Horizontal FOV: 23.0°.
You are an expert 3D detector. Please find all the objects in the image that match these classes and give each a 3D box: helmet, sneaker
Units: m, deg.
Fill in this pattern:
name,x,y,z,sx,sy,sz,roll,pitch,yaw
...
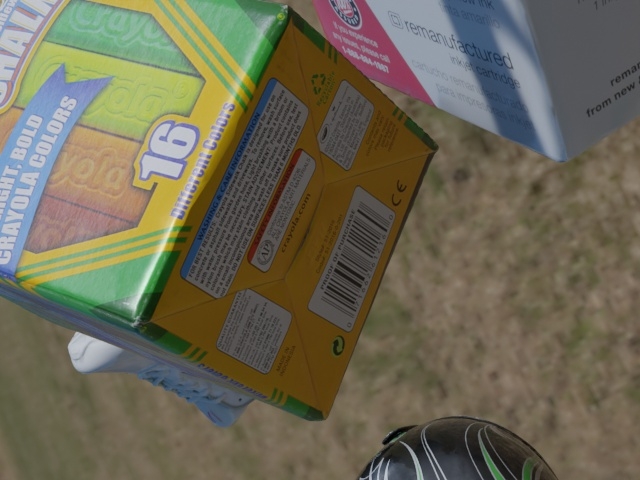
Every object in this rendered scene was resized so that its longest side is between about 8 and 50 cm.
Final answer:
name,x,y,z,sx,sy,sz,roll,pitch,yaw
helmet,0.094,0.210,1.069,0.161,0.169,0.169,-62,-43,-66
sneaker,-0.101,0.103,1.322,0.090,0.232,0.115,-3,92,54

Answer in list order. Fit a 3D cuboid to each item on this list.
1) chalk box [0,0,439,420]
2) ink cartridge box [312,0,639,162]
name,x,y,z,sx,sy,sz,roll,pitch,yaw
chalk box,-0.087,-0.029,0.655,0.213,0.132,0.132,16,168,35
ink cartridge box,0.067,-0.273,0.921,0.279,0.160,0.385,34,152,55
